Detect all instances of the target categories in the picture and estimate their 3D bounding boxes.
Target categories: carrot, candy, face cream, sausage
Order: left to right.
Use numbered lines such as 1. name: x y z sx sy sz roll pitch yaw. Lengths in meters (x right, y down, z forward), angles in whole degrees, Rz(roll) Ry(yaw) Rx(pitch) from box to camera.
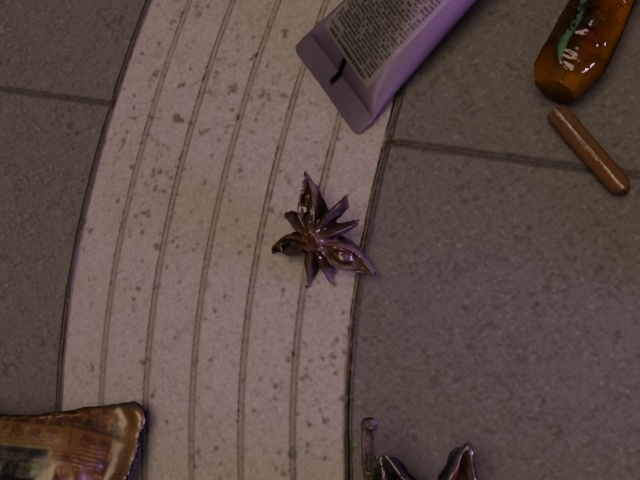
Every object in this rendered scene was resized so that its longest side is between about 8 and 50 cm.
1. candy: -0.338 0.257 0.910 0.271 0.101 0.143 0 71 15
2. face cream: 0.098 -0.266 0.879 0.274 0.096 0.154 -42 68 21
3. sausage: 0.278 -0.093 0.793 0.026 0.026 0.116 -36 68 9
4. carrot: 0.302 -0.269 0.807 0.070 0.070 0.260 23 85 24

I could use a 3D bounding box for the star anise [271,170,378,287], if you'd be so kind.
1. star anise: 0.010 0.003 0.859 0.129 0.056 0.124 34 116 20

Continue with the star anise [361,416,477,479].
1. star anise: 0.105 0.288 0.736 0.230 0.081 0.262 -33 79 11
